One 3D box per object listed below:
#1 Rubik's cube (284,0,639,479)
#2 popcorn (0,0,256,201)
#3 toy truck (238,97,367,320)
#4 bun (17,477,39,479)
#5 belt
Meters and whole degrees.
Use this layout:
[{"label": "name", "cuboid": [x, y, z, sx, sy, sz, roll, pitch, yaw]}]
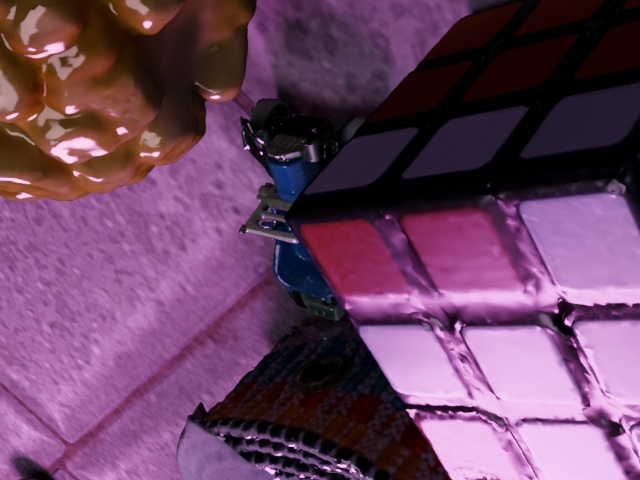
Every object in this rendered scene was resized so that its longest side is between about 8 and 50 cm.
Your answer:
[{"label": "Rubik's cube", "cuboid": [0.116, -0.004, 0.463, 0.163, 0.160, 0.162, -6, 124, 44]}, {"label": "popcorn", "cuboid": [-0.124, -0.135, 0.511, 0.217, 0.181, 0.235, 146, 109, -89]}, {"label": "toy truck", "cuboid": [0.000, -0.001, 0.641, 0.080, 0.078, 0.154, 14, 138, 32]}, {"label": "bun", "cuboid": [-0.314, 0.295, 1.259, 0.083, 0.045, 0.083, 21, 137, 21]}, {"label": "belt", "cuboid": [0.027, 0.159, 0.725, 0.258, 0.150, 0.207, -9, 118, 45]}]
